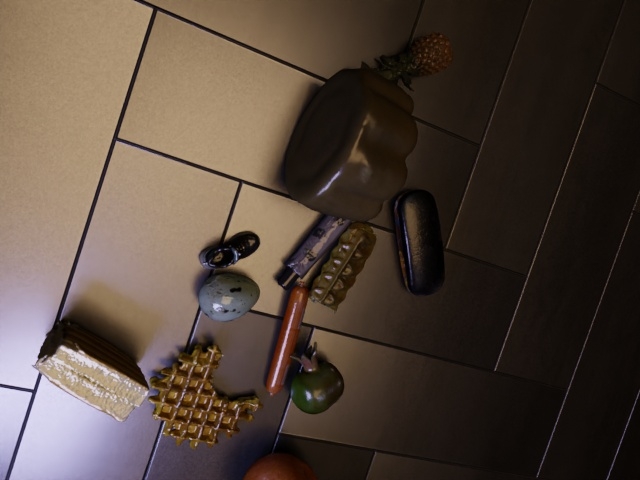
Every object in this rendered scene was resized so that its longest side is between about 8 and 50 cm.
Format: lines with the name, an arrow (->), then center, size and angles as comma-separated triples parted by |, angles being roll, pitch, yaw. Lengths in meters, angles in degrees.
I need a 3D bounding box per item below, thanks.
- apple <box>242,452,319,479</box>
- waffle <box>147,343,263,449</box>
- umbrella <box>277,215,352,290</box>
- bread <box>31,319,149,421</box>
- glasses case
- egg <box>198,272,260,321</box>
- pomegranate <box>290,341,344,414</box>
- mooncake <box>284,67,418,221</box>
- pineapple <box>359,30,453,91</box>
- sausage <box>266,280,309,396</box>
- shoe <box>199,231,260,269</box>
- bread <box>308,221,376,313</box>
apple -> -0.097, 0.715, 1.600 | 0.206, 0.251, 0.271 | -30, 104, 14
waffle -> -0.325, 0.431, 1.578 | 0.260, 0.069, 0.292 | -32, 111, -9
umbrella -> 0.000, 0.000, 1.615 | 0.067, 0.073, 0.337 | 38, 85, 22
bread -> -0.549, 0.300, 1.386 | 0.246, 0.239, 0.111 | 41, 78, -22
glasses case -> 0.294, 0.008, 1.715 | 0.122, 0.082, 0.320 | -14, 105, -16
egg -> -0.238, 0.143, 1.527 | 0.164, 0.131, 0.131 | -20, 105, -27
pomegranate -> -0.020, 0.388, 1.642 | 0.152, 0.131, 0.191 | -31, 106, -33
mooncake -> 0.080, -0.230, 1.452 | 0.201, 0.378, 0.378 | 21, 91, -28
pineapple -> 0.224, -0.480, 1.595 | 0.277, 0.119, 0.130 | -29, 126, -11
sausage -> -0.092, 0.278, 1.629 | 0.053, 0.053, 0.347 | 12, 100, -21
shoe -> -0.230, 0.032, 1.525 | 0.169, 0.099, 0.071 | -23, 103, -15
bread -> 0.066, 0.069, 1.643 | 0.269, 0.098, 0.087 | -59, 153, -3
